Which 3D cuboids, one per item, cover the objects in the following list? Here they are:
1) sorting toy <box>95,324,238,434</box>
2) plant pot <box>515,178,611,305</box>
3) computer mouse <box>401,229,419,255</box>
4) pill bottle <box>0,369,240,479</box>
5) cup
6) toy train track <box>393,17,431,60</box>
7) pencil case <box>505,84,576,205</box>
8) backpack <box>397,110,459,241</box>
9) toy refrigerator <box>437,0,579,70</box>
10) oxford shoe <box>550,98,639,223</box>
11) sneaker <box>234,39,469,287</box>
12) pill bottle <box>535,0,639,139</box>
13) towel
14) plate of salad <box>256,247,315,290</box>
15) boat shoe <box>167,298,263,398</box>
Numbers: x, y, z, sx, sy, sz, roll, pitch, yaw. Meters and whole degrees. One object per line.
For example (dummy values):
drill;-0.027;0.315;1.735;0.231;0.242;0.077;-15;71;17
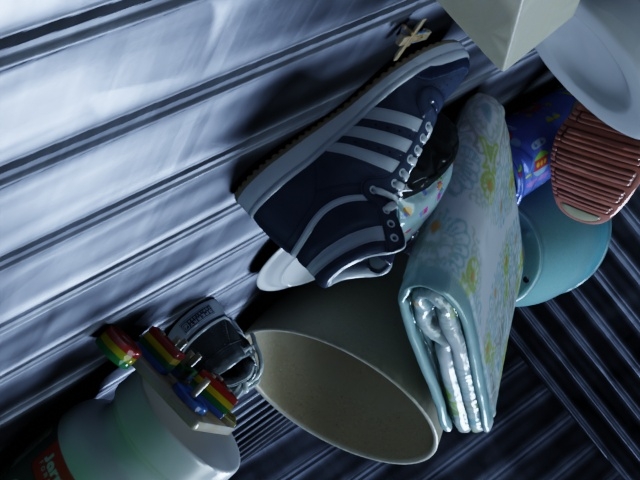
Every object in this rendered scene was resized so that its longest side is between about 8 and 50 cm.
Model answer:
sorting toy;-0.150;0.157;1.248;0.046;0.132;0.274;-46;162;-1
plant pot;0.320;-0.008;1.838;0.272;0.272;0.255;-46;168;30
computer mouse;0.143;-0.027;1.777;0.184;0.060;0.262;-42;169;-29
pill bottle;-0.286;0.326;1.337;0.363;0.210;0.210;-42;169;10
cup;0.074;0.150;1.673;0.237;0.331;0.331;-58;179;-30
toy train track;0.084;-0.192;1.022;0.048;0.014;0.083;-53;170;25
pencil case;0.342;-0.148;1.721;0.306;0.133;0.119;-31;-165;-37
backpack;0.075;-0.058;1.245;0.152;0.115;0.182;-32;164;-31
toy refrigerator;0.153;-0.237;0.838;0.094;0.102;0.269;-39;168;-3
oxford shoe;0.438;-0.199;1.589;0.146;0.140;0.397;-49;156;-44
sneaker;0.070;-0.069;1.087;0.282;0.153;0.099;-37;169;-13
pill bottle;0.409;-0.305;1.075;0.407;0.229;0.229;-39;169;-3
towel;0.198;0.044;1.471;0.374;0.090;0.321;72;29;-49
plate of salad;0.000;0.000;1.415;0.199;0.048;0.200;-28;161;-11
boat shoe;-0.130;0.163;1.476;0.113;0.105;0.306;-37;168;-15
